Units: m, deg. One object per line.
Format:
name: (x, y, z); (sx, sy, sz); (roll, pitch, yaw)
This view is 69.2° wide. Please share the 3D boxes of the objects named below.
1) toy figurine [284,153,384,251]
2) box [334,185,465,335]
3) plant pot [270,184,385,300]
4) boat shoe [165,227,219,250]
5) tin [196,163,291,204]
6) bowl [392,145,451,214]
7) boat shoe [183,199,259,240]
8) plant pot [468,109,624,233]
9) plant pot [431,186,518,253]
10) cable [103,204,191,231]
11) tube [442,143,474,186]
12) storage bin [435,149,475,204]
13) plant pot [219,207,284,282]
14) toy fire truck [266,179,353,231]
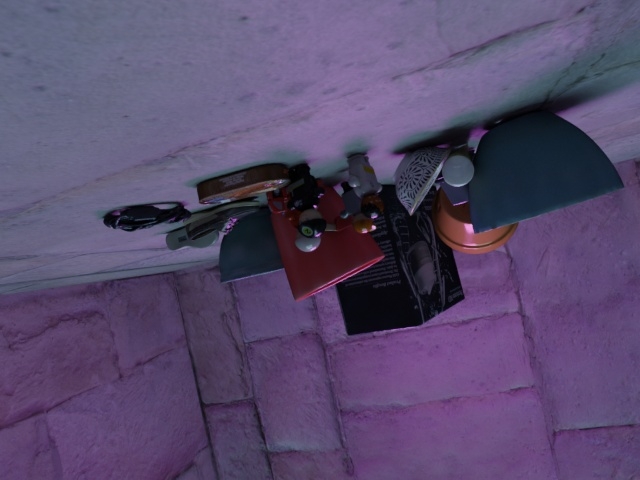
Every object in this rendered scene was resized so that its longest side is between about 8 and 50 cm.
toy figurine: (0.029, -0.073, 1.003); (0.209, 0.148, 0.213); (-12, 166, -10)
box: (0.275, 0.057, 1.731); (0.297, 0.472, 0.479); (-14, 177, 35)
plant pot: (0.000, 0.000, 1.267); (0.274, 0.243, 0.275); (-27, 173, -4)
boat shoe: (-0.385, -0.016, 1.444); (0.227, 0.079, 0.081); (-9, -171, 35)
tin: (-0.152, -0.110, 0.913); (0.189, 0.040, 0.106); (-13, -179, 11)
bowl: (0.213, -0.148, 1.036); (0.080, 0.170, 0.170); (31, -173, 11)
boat shoe: (-0.256, -0.051, 1.218); (0.223, 0.074, 0.080); (-13, 177, 16)
plant pot: (0.433, -0.150, 0.964); (0.290, 0.196, 0.290); (-18, 176, -1)
plant pot: (0.504, -0.119, 1.520); (0.290, 0.291, 0.203); (-13, 161, 15)
cable: (-0.383, -0.045, 1.044); (0.184, 0.047, 0.150); (-11, 177, -36)
tube: (0.299, -0.166, 1.012); (0.070, 0.062, 0.240); (-12, -169, 17)
storage bin: (0.366, -0.159, 1.187); (0.098, 0.091, 0.135); (-16, -157, 45)
plant pot: (-0.188, 0.007, 1.454); (0.292, 0.196, 0.293); (-13, 177, -1)
toy fire truck: (-0.027, -0.075, 1.129); (0.191, 0.135, 0.047); (-13, 177, -5)
